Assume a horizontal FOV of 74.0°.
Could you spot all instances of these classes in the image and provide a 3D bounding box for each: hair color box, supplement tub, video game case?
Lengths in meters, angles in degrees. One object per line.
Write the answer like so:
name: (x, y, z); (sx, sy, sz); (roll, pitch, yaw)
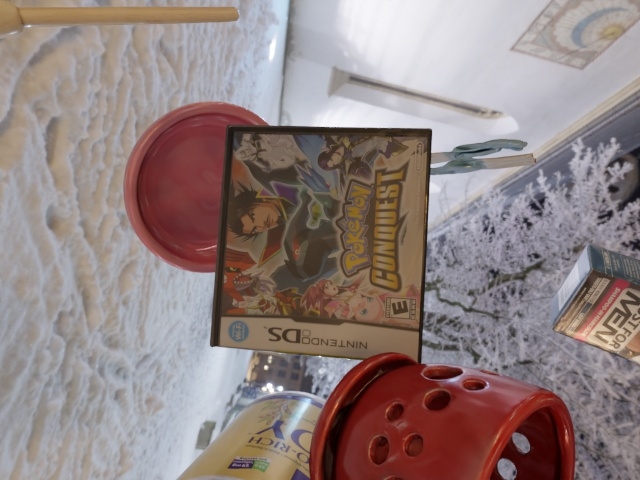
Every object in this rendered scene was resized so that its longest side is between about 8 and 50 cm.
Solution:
hair color box: (0.664, 0.155, 0.824); (0.105, 0.348, 0.173); (-51, 156, -50)
supplement tub: (-0.073, 0.355, 0.511); (0.331, 0.241, 0.240); (-15, 119, -75)
video game case: (0.000, 0.000, 0.510); (0.035, 0.249, 0.274); (24, 69, -82)

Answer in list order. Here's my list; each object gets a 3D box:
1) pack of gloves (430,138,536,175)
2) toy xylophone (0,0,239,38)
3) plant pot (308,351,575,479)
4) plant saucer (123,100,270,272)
pack of gloves: (0.291, -0.176, 0.843); (0.195, 0.232, 0.046); (8, 80, -59)
toy xylophone: (-0.179, -0.257, 0.299); (0.323, 0.236, 0.081); (-30, 167, -33)
plant pot: (0.100, 0.197, 0.376); (0.174, 0.191, 0.190); (10, -93, 50)
plant saucer: (-0.213, -0.102, 0.839); (0.084, 0.333, 0.331); (27, -73, 53)
